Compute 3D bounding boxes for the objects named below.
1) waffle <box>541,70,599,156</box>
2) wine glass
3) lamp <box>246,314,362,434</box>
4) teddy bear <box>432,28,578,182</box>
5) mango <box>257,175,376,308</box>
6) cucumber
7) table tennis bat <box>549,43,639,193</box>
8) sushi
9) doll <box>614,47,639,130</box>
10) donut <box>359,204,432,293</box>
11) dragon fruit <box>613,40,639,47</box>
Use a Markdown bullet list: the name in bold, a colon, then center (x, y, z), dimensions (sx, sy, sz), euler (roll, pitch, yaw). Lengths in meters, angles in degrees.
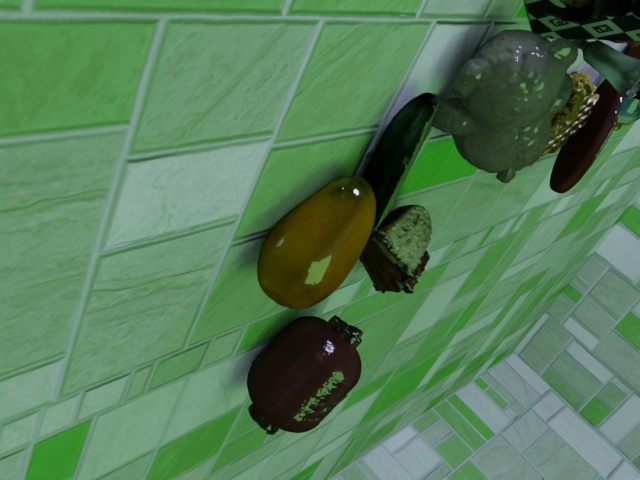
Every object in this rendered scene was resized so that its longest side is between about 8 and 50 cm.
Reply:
- **waffle**: center (0.495, -0.256, 1.517), dimensions (0.197, 0.070, 0.193), euler (-24, 149, -40)
- **wine glass**: center (0.524, -0.330, 1.338), dimensions (0.072, 0.155, 0.072), euler (-37, 156, -20)
- **lamp**: center (-0.028, 0.244, 1.358), dimensions (0.258, 0.180, 0.180), euler (-47, 156, 3)
- **teddy bear**: center (0.289, -0.216, 1.148), dimensions (0.236, 0.151, 0.267), euler (-16, 143, 2)
- **mango**: center (0.000, 0.004, 1.076), dimensions (0.221, 0.120, 0.151), euler (-47, 156, -15)
- **cucumber**: center (0.112, -0.125, 1.112), dimensions (0.244, 0.063, 0.115), euler (-64, 174, 35)
- **table tennis bat**: center (0.607, -0.279, 1.573), dimensions (0.268, 0.051, 0.414), euler (-62, 177, -52)
- **sushi**: center (0.455, -0.373, 1.082), dimensions (0.264, 0.290, 0.050), euler (26, 74, -65)
- **doll**: center (0.748, -0.382, 1.639), dimensions (0.177, 0.141, 0.314), euler (-25, 153, -30)
- **donut**: center (0.135, 0.009, 1.324), dimensions (0.126, 0.144, 0.186), euler (-42, 126, -21)
- **dragon fruit**: center (0.529, -0.408, 1.271), dimensions (0.166, 0.133, 0.136), euler (-10, 96, -53)
